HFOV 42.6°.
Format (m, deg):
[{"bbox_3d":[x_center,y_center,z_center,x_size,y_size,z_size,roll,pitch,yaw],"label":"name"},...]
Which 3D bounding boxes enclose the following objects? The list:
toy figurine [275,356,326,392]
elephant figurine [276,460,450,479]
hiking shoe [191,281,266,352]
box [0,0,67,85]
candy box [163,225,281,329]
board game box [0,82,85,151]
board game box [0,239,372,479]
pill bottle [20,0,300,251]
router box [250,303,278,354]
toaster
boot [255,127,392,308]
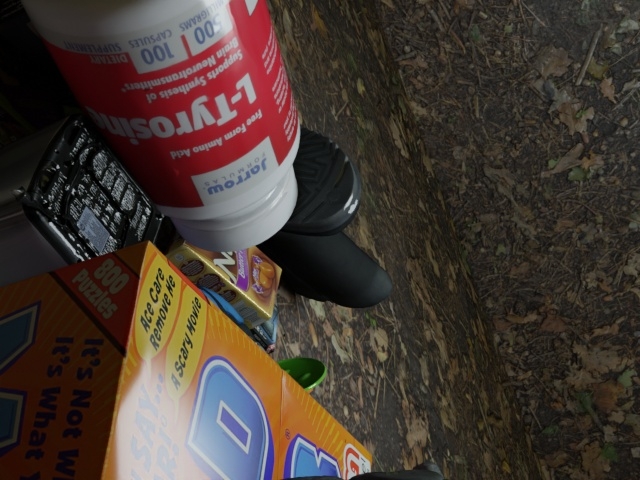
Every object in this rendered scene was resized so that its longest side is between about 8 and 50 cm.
[{"bbox_3d":[-0.051,0.294,1.293,0.173,0.130,0.159,-30,114,-46],"label":"toy figurine"},{"bbox_3d":[0.031,0.263,0.477,0.169,0.186,0.239,155,-65,-68],"label":"elephant figurine"},{"bbox_3d":[-0.197,0.103,1.092,0.304,0.113,0.132,45,6,-44],"label":"hiking shoe"},{"bbox_3d":[-0.269,-0.282,1.065,0.247,0.163,0.142,39,38,-56],"label":"box"},{"bbox_3d":[-0.144,0.036,1.241,0.187,0.053,0.109,42,35,-26],"label":"candy box"},{"bbox_3d":[-0.328,-0.070,0.931,0.347,0.056,0.208,-6,77,-69],"label":"board game box"},{"bbox_3d":[-0.189,0.280,0.578,0.356,0.357,0.356,52,29,-44],"label":"board game box"},{"bbox_3d":[-0.151,-0.172,0.930,0.407,0.229,0.229,72,14,-52],"label":"pill bottle"},{"bbox_3d":[-0.114,0.118,1.335,0.122,0.038,0.092,54,27,-41],"label":"router box"},{"bbox_3d":[-0.263,-0.023,0.841,0.185,0.110,0.168,58,25,-36],"label":"toaster"},{"bbox_3d":[-0.001,-0.001,1.319,0.146,0.367,0.445,-54,139,-14],"label":"boot"}]
